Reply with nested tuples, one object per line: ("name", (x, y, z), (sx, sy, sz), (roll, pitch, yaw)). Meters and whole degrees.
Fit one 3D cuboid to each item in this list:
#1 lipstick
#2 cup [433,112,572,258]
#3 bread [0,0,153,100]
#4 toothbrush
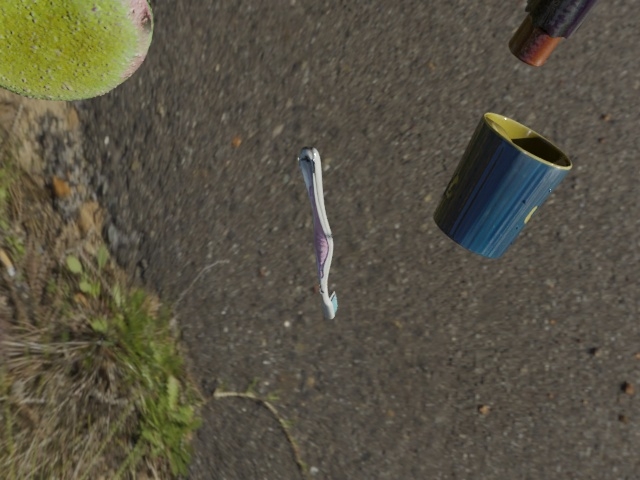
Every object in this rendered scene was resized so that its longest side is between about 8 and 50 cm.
("lipstick", (0.291, -0.302, 0.993), (0.081, 0.299, 0.081), (14, 49, -17))
("cup", (0.238, -0.073, 1.249), (0.131, 0.176, 0.155), (34, 112, 10))
("bread", (-0.279, -0.217, 0.914), (0.229, 0.228, 0.033), (15, 50, -11))
("toothbrush", (0.000, 0.000, 0.801), (0.017, 0.204, 0.022), (14, 50, 20))
